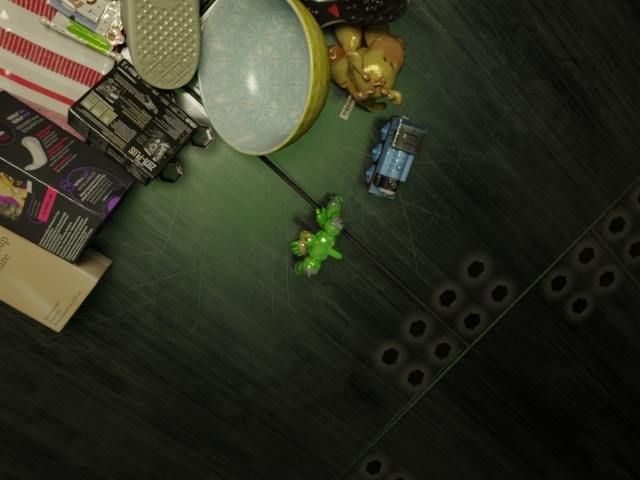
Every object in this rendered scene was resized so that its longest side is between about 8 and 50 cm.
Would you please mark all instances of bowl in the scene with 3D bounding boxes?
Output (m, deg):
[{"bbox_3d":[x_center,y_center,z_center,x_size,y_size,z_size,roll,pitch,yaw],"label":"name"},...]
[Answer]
[{"bbox_3d":[-0.080,-0.311,0.893,0.156,0.290,0.289,-20,115,-50],"label":"bowl"}]

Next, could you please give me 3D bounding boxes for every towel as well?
[{"bbox_3d":[-0.510,-0.357,0.882,0.237,0.037,0.328,22,100,-16],"label":"towel"}]

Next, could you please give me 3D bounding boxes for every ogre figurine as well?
[{"bbox_3d":[0.000,0.000,1.031,0.197,0.118,0.097,-42,108,3],"label":"ogre figurine"}]

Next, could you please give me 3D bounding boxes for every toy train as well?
[{"bbox_3d":[0.156,-0.176,1.017,0.080,0.105,0.184,16,102,-14],"label":"toy train"}]

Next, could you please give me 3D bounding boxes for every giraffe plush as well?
[{"bbox_3d":[0.096,-0.336,0.926,0.182,0.170,0.210,7,104,-12],"label":"giraffe plush"}]

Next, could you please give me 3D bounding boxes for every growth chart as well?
[{"bbox_3d":[-0.408,-0.466,0.850,0.172,0.021,0.237,18,98,-17],"label":"growth chart"}]

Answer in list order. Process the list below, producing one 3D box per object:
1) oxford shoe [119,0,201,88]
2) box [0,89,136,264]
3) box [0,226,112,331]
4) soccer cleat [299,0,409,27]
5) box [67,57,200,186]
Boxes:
[{"bbox_3d":[-0.257,-0.480,0.779,0.169,0.130,0.449,-4,131,-26],"label":"oxford shoe"},{"bbox_3d":[-0.508,-0.110,0.860,0.270,0.165,0.143,35,120,-19],"label":"box"},{"bbox_3d":[-0.594,0.024,0.928,0.311,0.121,0.148,36,97,-18],"label":"box"},{"bbox_3d":[0.013,-0.464,0.886,0.319,0.108,0.116,6,62,20],"label":"soccer cleat"},{"bbox_3d":[-0.348,-0.218,0.897,0.180,0.078,0.147,41,65,-18],"label":"box"}]
